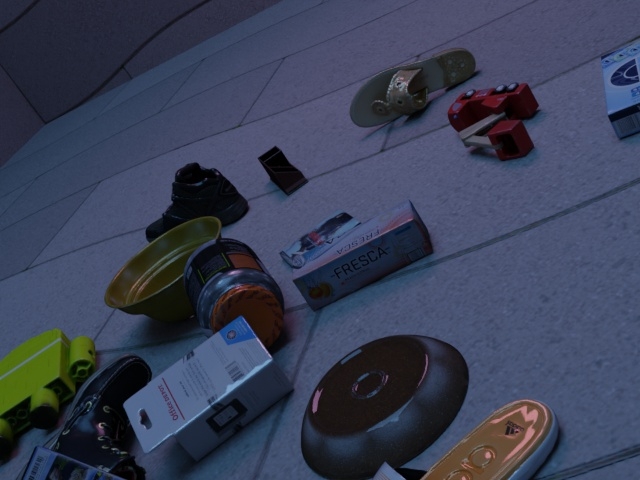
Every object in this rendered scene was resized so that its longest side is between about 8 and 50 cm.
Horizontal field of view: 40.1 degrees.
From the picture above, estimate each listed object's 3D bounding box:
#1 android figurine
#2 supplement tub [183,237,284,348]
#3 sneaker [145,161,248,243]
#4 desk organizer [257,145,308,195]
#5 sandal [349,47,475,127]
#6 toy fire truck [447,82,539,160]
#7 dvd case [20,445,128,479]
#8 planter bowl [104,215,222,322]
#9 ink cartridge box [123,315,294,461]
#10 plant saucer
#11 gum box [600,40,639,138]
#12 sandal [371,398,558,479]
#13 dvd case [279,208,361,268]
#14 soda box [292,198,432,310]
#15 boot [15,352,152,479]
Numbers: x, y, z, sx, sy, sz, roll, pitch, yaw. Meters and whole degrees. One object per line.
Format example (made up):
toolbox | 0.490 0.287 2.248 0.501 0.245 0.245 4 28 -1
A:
android figurine | -0.469 0.236 1.399 0.248 0.056 0.273 -35 24 -2
supplement tub | -0.117 0.076 1.190 0.117 0.117 0.190 -35 24 -3
sneaker | -0.255 -0.072 1.631 0.227 0.130 0.087 -19 26 33
desk organizer | -0.071 -0.130 1.602 0.047 0.050 0.130 -35 24 -5
sandal | 0.160 -0.265 1.525 0.240 0.088 0.079 -25 19 6
toy fire truck | 0.249 -0.173 1.292 0.135 0.047 0.192 -47 27 -26
dvd case | -0.277 0.328 0.931 0.253 0.022 0.181 1 65 47
planter bowl | -0.224 0.064 1.377 0.217 0.090 0.217 -28 24 13
ink cartridge box | -0.135 0.185 1.049 0.180 0.060 0.104 -36 39 -6
plant saucer | 0.057 0.161 0.915 0.198 0.036 0.199 -27 24 13
gum box | 0.449 -0.217 1.134 0.156 0.041 0.184 -21 27 26
sandal | 0.088 0.209 0.735 0.265 0.076 0.102 -42 25 -19
dvd case | 0.000 0.000 1.316 0.119 0.013 0.087 -37 24 -6
soda box | 0.054 0.019 1.158 0.183 0.058 0.063 -27 25 13
boot | -0.255 0.250 1.076 0.178 0.085 0.236 2 48 49
